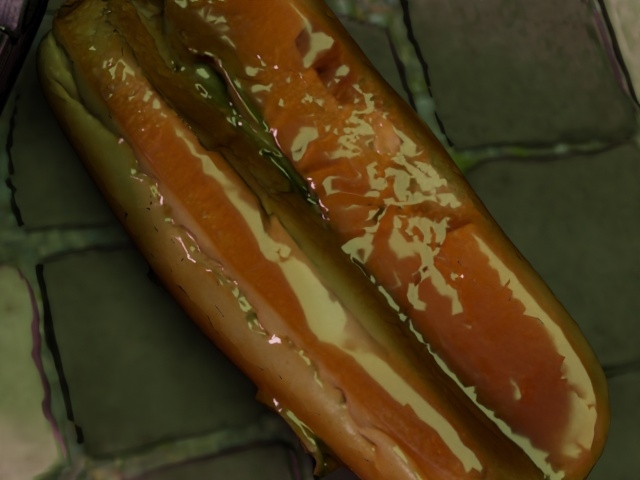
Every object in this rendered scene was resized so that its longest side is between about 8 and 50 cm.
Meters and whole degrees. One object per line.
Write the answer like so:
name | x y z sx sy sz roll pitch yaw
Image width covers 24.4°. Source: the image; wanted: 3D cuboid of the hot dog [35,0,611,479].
hot dog | 0.000 0.000 0.508 0.109 0.072 0.269 -33 79 -19

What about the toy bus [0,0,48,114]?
toy bus | -0.147 -0.037 0.476 0.087 0.098 0.178 21 64 -6
